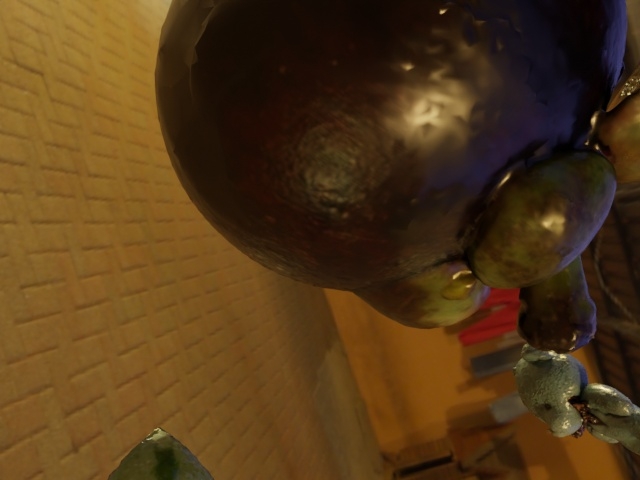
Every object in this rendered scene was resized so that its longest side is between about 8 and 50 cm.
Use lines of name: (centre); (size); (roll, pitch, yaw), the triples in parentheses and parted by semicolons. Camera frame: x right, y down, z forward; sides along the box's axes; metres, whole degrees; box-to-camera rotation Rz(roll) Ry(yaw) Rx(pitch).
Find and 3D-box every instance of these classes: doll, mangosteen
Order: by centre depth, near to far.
mangosteen: (0.060, -0.104, 0.511); (0.330, 0.330, 0.330); (-16, 90, -87)
doll: (0.267, 0.177, 0.786); (0.180, 0.075, 0.120); (37, -24, 36)

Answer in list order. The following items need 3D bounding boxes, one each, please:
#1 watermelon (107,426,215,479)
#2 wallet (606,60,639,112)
watermelon: (-0.082, 0.160, 0.376); (0.121, 0.098, 0.158); (57, -24, -10)
wallet: (0.403, -0.120, 1.133); (0.044, 0.317, 0.169); (30, 15, 0)
